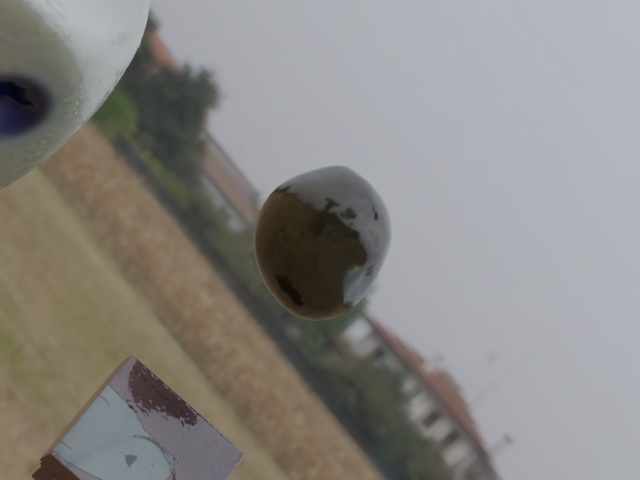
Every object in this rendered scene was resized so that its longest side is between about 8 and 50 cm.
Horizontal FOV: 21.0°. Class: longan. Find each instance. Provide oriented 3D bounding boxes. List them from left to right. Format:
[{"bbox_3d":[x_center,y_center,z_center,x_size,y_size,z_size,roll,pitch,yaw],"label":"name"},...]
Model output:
[{"bbox_3d":[0.000,0.000,2.342,0.198,0.198,0.212,49,-46,30],"label":"longan"}]

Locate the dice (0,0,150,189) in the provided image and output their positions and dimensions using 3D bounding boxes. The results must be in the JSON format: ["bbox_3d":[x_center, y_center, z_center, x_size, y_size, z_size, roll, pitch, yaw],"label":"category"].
[{"bbox_3d":[-0.327,-0.210,1.359,0.277,0.304,0.304,43,29,-42],"label":"dice"}]

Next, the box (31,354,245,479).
[{"bbox_3d":[-0.245,0.300,2.321,0.215,0.215,0.086,43,-43,-5],"label":"box"}]
